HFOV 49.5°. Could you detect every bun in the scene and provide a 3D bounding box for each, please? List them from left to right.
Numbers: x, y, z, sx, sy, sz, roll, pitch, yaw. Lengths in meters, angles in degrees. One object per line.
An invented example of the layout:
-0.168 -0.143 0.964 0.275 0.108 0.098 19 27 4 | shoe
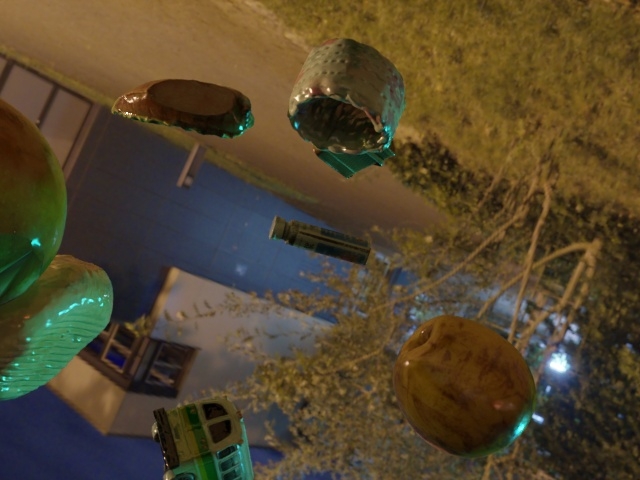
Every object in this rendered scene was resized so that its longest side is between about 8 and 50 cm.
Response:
-0.568 0.145 1.307 0.213 0.361 0.361 44 180 11 | bun

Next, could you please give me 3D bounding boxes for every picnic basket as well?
0.067 -0.302 1.674 0.139 0.267 0.165 -24 149 26 | picnic basket

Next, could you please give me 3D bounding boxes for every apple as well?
-0.576 -0.054 1.020 0.383 0.375 0.374 -6 -162 -43 | apple

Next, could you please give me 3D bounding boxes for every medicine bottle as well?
0.000 0.000 1.313 0.191 0.051 0.051 16 178 -9 | medicine bottle

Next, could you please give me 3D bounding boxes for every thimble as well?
0.055 -0.256 1.269 0.210 0.149 0.185 23 149 -7 | thimble

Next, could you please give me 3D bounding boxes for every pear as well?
0.277 0.288 1.372 0.280 0.281 0.281 23 176 2 | pear

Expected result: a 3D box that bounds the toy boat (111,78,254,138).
-0.272 -0.254 1.303 0.292 0.109 0.099 7 160 9 | toy boat

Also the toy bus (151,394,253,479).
-0.211 0.422 1.296 0.134 0.164 0.276 -121 20 -44 | toy bus
